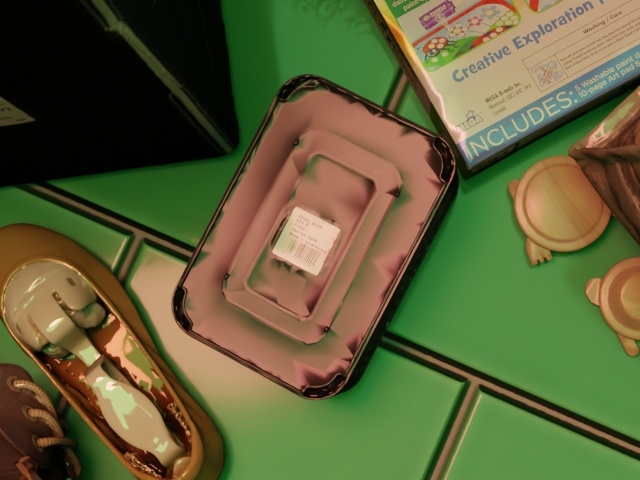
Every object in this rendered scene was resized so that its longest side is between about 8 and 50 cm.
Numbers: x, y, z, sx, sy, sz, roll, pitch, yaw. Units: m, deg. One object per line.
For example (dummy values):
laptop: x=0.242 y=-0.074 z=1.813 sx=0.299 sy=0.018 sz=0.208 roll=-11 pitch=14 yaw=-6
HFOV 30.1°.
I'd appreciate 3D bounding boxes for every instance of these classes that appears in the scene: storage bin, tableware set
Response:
storage bin: x=0.000 y=0.000 z=0.763 sx=0.122 sy=0.084 sz=0.180 roll=28 pitch=89 yaw=9
tableware set: x=0.218 y=-0.018 z=0.785 sx=0.168 sy=0.020 sz=0.141 roll=-34 pitch=80 yaw=0

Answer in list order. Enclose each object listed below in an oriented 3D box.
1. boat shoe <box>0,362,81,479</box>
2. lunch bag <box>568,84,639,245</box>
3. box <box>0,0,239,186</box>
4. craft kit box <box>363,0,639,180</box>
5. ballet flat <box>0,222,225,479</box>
boat shoe: x=-0.216 y=0.136 z=0.738 sx=0.355 sy=0.132 sz=0.130 roll=26 pitch=59 yaw=11
lunch bag: x=0.288 y=-0.006 z=0.621 sx=0.169 sy=0.287 sz=0.235 roll=-42 pitch=95 yaw=-2
box: x=-0.248 y=-0.297 z=0.632 sx=0.297 sy=0.480 sz=0.472 roll=-7 pitch=82 yaw=5
craft kit box: x=0.145 y=-0.207 z=0.801 sx=0.249 sy=0.061 sz=0.247 roll=-28 pitch=83 yaw=1
ballet flat: x=-0.147 y=0.072 z=0.778 sx=0.080 sy=0.073 sz=0.232 roll=-44 pitch=81 yaw=-2
